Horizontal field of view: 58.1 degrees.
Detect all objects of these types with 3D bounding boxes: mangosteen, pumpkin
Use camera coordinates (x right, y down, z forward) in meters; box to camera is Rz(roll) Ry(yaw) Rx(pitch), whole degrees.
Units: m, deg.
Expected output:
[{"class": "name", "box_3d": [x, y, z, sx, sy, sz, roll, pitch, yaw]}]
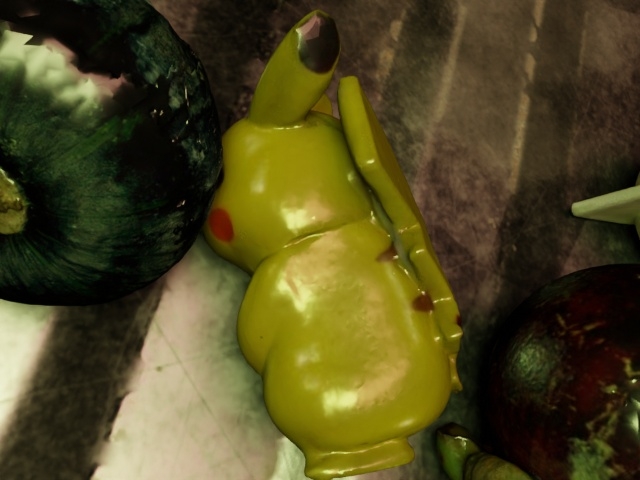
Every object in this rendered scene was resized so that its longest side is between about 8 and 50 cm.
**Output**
[{"class": "mangosteen", "box_3d": [0.253, 0.160, 0.473, 0.288, 0.288, 0.288, 7, 72, -22]}, {"class": "pumpkin", "box_3d": [-0.178, -0.065, 0.370, 0.233, 0.233, 0.163, 27, 39, -14]}]

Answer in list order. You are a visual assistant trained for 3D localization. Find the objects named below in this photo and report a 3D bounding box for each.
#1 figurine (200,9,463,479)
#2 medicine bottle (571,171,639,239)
[{"class": "figurine", "box_3d": [0.002, 0.007, 0.446, 0.169, 0.218, 0.327, -23, 80, -4]}, {"class": "medicine bottle", "box_3d": [0.521, -0.039, 0.660, 0.406, 0.235, 0.236, 4, 73, -23]}]
